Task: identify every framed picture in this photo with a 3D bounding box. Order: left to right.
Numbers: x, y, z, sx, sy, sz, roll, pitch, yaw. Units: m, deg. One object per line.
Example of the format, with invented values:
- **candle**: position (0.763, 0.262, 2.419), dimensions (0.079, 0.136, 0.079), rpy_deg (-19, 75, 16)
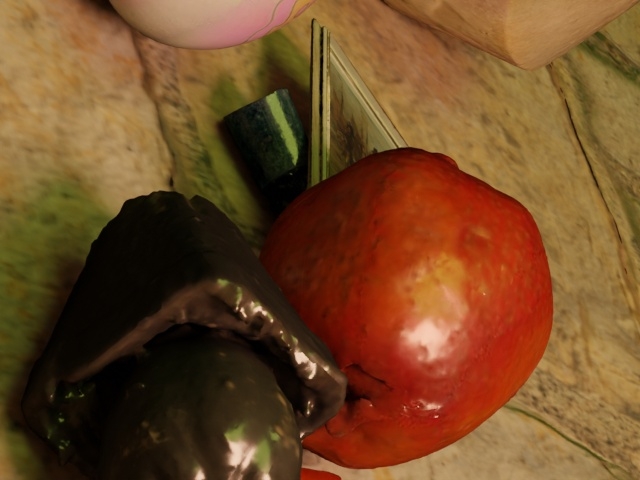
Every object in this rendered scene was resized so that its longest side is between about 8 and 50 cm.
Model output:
- **framed picture**: position (0.060, -0.024, 1.582), dimensions (0.274, 0.017, 0.217), rpy_deg (52, 25, -39)

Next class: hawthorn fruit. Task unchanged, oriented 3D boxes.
- **hawthorn fruit**: position (0.037, 0.066, 1.339), dimensions (0.211, 0.211, 0.299), rpy_deg (53, 44, -16)

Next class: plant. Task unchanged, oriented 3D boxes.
- **plant**: position (-0.083, 0.079, 1.172), dimensions (0.142, 0.164, 0.256), rpy_deg (44, 18, -37)

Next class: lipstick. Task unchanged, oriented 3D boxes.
- **lipstick**: position (0.000, 0.000, 1.494), dimensions (0.234, 0.053, 0.053), rpy_deg (65, 28, -3)

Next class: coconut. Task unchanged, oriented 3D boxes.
- **coconut**: position (0.196, -0.309, 1.776), dimensions (0.329, 0.329, 0.329), rpy_deg (39, 36, -36)

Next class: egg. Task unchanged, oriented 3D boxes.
- **egg**: position (-0.066, -0.241, 1.433), dimensions (0.196, 0.196, 0.271), rpy_deg (47, 28, -26)

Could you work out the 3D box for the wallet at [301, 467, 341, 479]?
- **wallet**: position (-0.009, 0.244, 1.263), dimensions (0.142, 0.045, 0.204), rpy_deg (20, 50, -54)
